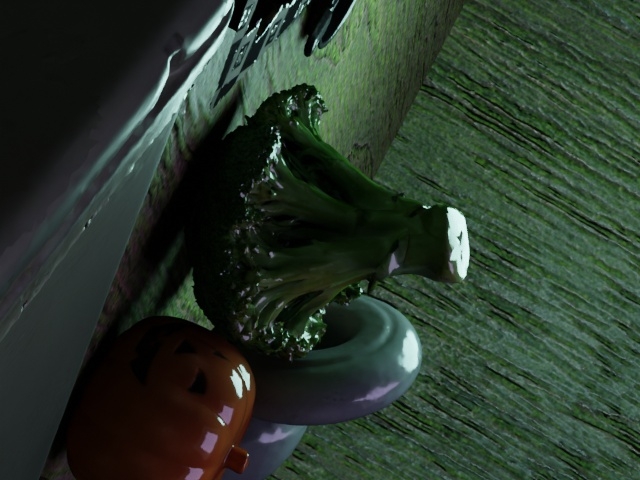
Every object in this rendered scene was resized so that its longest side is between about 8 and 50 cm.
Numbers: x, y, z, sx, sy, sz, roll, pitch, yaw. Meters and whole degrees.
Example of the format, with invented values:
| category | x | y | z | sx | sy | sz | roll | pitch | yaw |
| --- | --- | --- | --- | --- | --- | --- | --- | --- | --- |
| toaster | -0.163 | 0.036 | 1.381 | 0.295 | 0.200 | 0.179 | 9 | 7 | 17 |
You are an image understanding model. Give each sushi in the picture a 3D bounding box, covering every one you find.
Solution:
| category | x | y | z | sx | sy | sz | roll | pitch | yaw |
| --- | --- | --- | --- | --- | --- | --- | --- | --- | --- |
| sushi | -0.029 | -0.232 | 1.483 | 0.279 | 0.043 | 0.193 | -56 | 171 | -51 |

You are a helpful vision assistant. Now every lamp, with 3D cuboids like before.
| category | x | y | z | sx | sy | sz | roll | pitch | yaw |
| --- | --- | --- | --- | --- | --- | --- | --- | --- | --- |
| lamp | -0.138 | 0.168 | 1.751 | 0.188 | 0.163 | 0.188 | -60 | 170 | -17 |

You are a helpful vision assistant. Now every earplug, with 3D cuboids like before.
| category | x | y | z | sx | sy | sz | roll | pitch | yaw |
| --- | --- | --- | --- | --- | --- | --- | --- | --- | --- |
| earplug | -0.046 | 0.150 | 1.934 | 0.325 | 0.175 | 0.214 | -23 | -171 | 38 |

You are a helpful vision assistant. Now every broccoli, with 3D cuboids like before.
| category | x | y | z | sx | sy | sz | roll | pitch | yaw |
| --- | --- | --- | --- | --- | --- | --- | --- | --- | --- |
| broccoli | 0.000 | 0.000 | 1.751 | 0.269 | 0.269 | 0.254 | -59 | 145 | -38 |

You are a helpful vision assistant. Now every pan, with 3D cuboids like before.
| category | x | y | z | sx | sy | sz | roll | pitch | yaw |
| --- | --- | --- | --- | --- | --- | --- | --- | --- | --- |
| pan | 0.010 | -0.238 | 1.904 | 0.235 | 0.028 | 0.136 | -60 | 174 | -60 |

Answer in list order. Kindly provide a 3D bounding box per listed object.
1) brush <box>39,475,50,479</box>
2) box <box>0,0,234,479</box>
| category | x | y | z | sx | sy | sz | roll | pitch | yaw |
| --- | --- | --- | --- | --- | --- | --- | --- | --- | --- |
| brush | -0.259 | 0.218 | 1.521 | 0.042 | 0.039 | 0.299 | -62 | 174 | 1 |
| box | -0.201 | 0.069 | 0.636 | 0.352 | 0.177 | 0.344 | -59 | 174 | -44 |
